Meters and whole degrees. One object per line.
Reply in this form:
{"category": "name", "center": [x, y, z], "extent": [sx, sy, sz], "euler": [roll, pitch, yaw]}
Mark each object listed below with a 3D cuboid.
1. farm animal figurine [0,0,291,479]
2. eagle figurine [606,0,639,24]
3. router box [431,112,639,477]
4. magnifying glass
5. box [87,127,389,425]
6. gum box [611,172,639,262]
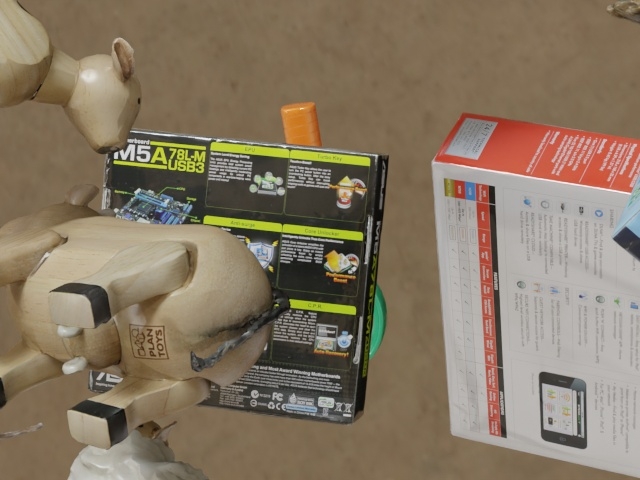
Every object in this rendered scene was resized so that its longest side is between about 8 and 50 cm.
{"category": "farm animal figurine", "center": [-0.151, 0.001, 1.027], "extent": [0.172, 0.327, 0.330], "euler": [-28, 135, -44]}
{"category": "eagle figurine", "center": [0.377, -0.236, 1.609], "extent": [0.225, 0.298, 0.226], "euler": [40, 74, -7]}
{"category": "router box", "center": [0.261, 0.064, 1.621], "extent": [0.301, 0.082, 0.335], "euler": [11, 131, 21]}
{"category": "magnifying glass", "center": [0.000, 0.000, 1.487], "extent": [0.092, 0.026, 0.231], "euler": [-5, 107, 17]}
{"category": "box", "center": [-0.057, 0.022, 1.210], "extent": [0.191, 0.045, 0.184], "euler": [5, 93, 12]}
{"category": "gum box", "center": [0.248, -0.001, 0.998], "extent": [0.157, 0.184, 0.041], "euler": [41, 121, -1]}
